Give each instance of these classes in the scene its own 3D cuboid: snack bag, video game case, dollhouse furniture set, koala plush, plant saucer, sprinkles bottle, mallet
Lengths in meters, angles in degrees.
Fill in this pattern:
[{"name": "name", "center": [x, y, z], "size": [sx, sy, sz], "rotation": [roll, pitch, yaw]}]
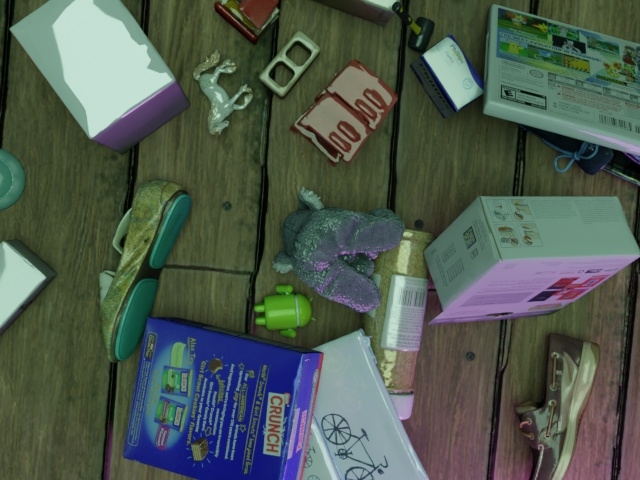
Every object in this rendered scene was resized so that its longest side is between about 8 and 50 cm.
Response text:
[{"name": "snack bag", "center": [-0.001, 0.362, 1.720], "size": [0.342, 0.037, 0.323], "rotation": [-23, 92, 23]}, {"name": "video game case", "center": [0.463, -0.298, 1.714], "size": [0.329, 0.036, 0.300], "rotation": [14, 49, -3]}, {"name": "dollhouse furniture set", "center": [-0.054, -0.310, 1.685], "size": [0.374, 0.201, 0.152], "rotation": [40, 88, -5]}, {"name": "koala plush", "center": [0.000, 0.000, 1.699], "size": [0.203, 0.221, 0.196], "rotation": [15, 99, -35]}, {"name": "plant saucer", "center": [-0.615, -0.115, 1.737], "size": [0.119, 0.021, 0.119], "rotation": [0, 92, -5]}, {"name": "sprinkles bottle", "center": [0.136, 0.153, 1.751], "size": [0.121, 0.121, 0.355], "rotation": [8, 90, -4]}, {"name": "mallet", "center": [0.163, -0.393, 1.715], "size": [0.039, 0.189, 0.062], "rotation": [21, 100, 22]}]

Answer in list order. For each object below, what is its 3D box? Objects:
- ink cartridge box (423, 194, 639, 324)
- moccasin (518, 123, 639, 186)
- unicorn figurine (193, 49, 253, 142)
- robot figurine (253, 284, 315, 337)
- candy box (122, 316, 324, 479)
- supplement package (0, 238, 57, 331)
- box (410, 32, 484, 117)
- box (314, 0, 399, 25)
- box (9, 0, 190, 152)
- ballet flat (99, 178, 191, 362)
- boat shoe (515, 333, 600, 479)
[{"name": "ink cartridge box", "center": [0.362, 0.038, 1.689], "size": [0.309, 0.272, 0.130], "rotation": [-1, 62, -26]}, {"name": "moccasin", "center": [0.534, -0.180, 1.758], "size": [0.342, 0.138, 0.117], "rotation": [16, 74, -4]}, {"name": "unicorn figurine", "center": [-0.186, -0.269, 1.753], "size": [0.111, 0.060, 0.162], "rotation": [-32, 77, -2]}, {"name": "robot figurine", "center": [-0.068, 0.135, 1.762], "size": [0.115, 0.067, 0.101], "rotation": [-5, 93, -4]}, {"name": "candy box", "center": [-0.174, 0.297, 1.677], "size": [0.317, 0.122, 0.268], "rotation": [11, 91, 21]}, {"name": "supplement package", "center": [-0.590, 0.096, 1.703], "size": [0.105, 0.105, 0.179], "rotation": [42, 89, -4]}, {"name": "box", "center": [0.237, -0.305, 1.738], "size": [0.072, 0.137, 0.126], "rotation": [-34, 94, -2]}, {"name": "box", "center": [0.004, -0.514, 1.713], "size": [0.311, 0.148, 0.121], "rotation": [19, 91, -3]}, {"name": "box", "center": [-0.360, -0.290, 1.590], "size": [0.168, 0.345, 0.215], "rotation": [-36, 93, -3]}, {"name": "ballet flat", "center": [-0.348, 0.049, 1.726], "size": [0.123, 0.123, 0.349], "rotation": [21, 90, -5]}, {"name": "boat shoe", "center": [0.434, 0.346, 1.788], "size": [0.123, 0.123, 0.342], "rotation": [18, 90, 9]}]
